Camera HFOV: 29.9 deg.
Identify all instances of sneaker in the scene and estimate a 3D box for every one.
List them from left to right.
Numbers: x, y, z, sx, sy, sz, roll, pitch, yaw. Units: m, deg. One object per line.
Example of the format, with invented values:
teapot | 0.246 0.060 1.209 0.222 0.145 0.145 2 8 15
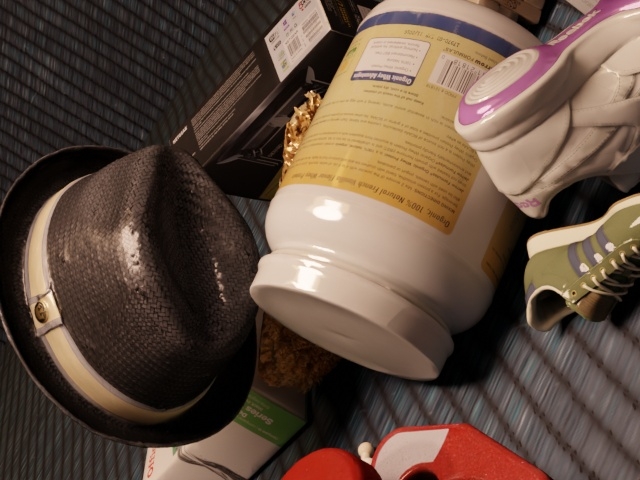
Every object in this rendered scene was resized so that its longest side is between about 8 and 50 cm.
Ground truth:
sneaker | 0.231 0.025 0.955 0.192 0.064 0.086 -25 46 56
sneaker | 0.268 -0.136 1.032 0.305 0.152 0.114 -32 20 2

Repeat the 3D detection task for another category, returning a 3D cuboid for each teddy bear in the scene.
teddy bear | 0.000 0.000 1.351 0.245 0.113 0.338 94 180 -47

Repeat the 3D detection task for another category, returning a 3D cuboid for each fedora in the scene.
fedora | -0.156 0.029 1.181 0.152 0.334 0.334 -34 31 42

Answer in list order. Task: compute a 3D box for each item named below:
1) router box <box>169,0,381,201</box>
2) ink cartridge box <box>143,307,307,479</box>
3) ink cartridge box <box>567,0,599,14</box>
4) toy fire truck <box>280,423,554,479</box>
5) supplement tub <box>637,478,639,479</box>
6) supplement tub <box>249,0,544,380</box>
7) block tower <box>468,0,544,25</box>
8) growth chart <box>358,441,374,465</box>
router box | -0.001 -0.165 1.477 0.309 0.243 0.081 -42 55 36
ink cartridge box | -0.113 0.207 1.421 0.219 0.093 0.160 -47 23 26
ink cartridge box | 0.305 -0.368 1.106 0.307 0.223 0.129 -34 32 47
toy fire truck | 0.081 0.269 0.815 0.254 0.169 0.302 -12 49 46
supplement tub | 0.234 0.173 0.665 0.198 0.106 0.106 -26 37 53
supplement tub | 0.085 -0.048 1.143 0.228 0.228 0.316 -10 50 63
block tower | 0.220 -0.354 1.381 0.091 0.097 0.335 6 79 60
growth chart | -0.019 0.315 1.162 0.237 0.021 0.172 -49 21 22
